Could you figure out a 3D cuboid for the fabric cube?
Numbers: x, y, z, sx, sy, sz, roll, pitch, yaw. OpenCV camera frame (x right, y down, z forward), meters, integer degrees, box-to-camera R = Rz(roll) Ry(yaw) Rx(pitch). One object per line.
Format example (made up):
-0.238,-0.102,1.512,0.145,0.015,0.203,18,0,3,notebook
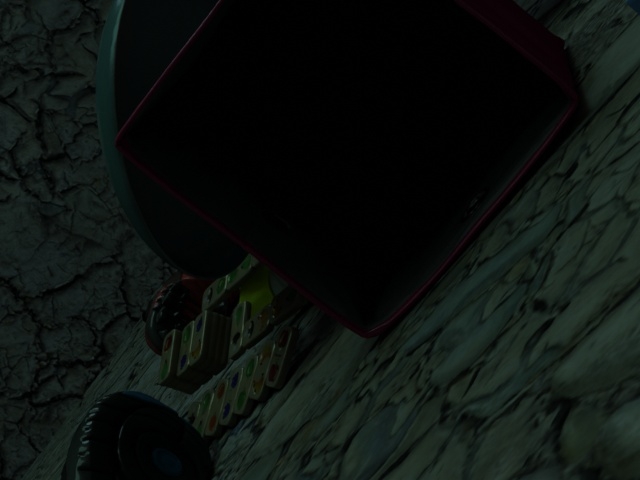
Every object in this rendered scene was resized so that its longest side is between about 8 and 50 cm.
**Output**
0.030,-0.122,1.227,0.254,0.259,0.258,-50,6,17,fabric cube

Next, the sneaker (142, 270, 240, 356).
-0.185,0.103,2.044,0.135,0.097,0.276,-48,6,23,sneaker

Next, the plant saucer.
-0.126,-0.121,1.418,0.043,0.318,0.317,-3,33,24,plant saucer

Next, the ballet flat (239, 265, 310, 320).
0.000,0.000,1.534,0.231,0.077,0.077,-49,17,5,ballet flat

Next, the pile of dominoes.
-0.090,0.088,1.483,0.251,0.040,0.196,-41,36,50,pile of dominoes

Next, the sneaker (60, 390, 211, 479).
-0.197,0.251,1.321,0.140,0.125,0.341,-53,4,25,sneaker

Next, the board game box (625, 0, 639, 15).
0.305,-0.258,1.058,0.211,0.039,0.160,-47,9,35,board game box

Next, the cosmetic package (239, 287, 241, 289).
-0.037,-0.047,1.660,0.184,0.151,0.151,-48,8,19,cosmetic package
